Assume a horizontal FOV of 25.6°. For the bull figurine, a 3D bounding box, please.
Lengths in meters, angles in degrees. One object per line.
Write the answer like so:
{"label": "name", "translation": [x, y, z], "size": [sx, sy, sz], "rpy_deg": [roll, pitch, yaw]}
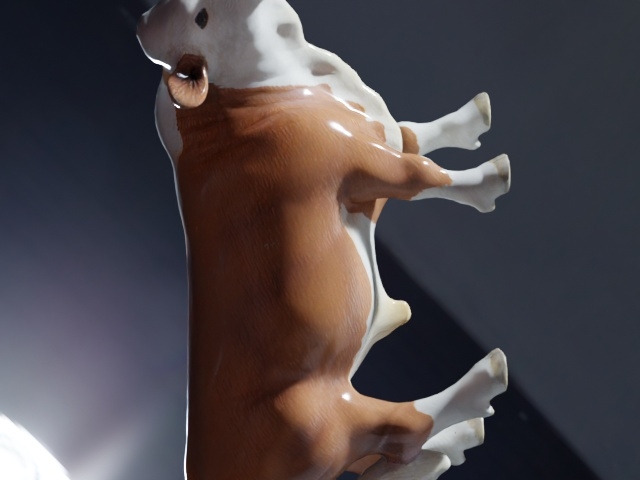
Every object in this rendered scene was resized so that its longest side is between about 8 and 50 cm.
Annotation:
{"label": "bull figurine", "translation": [0.000, 0.000, 0.738], "size": [0.101, 0.188, 0.310], "rpy_deg": [-114, 24, -78]}
